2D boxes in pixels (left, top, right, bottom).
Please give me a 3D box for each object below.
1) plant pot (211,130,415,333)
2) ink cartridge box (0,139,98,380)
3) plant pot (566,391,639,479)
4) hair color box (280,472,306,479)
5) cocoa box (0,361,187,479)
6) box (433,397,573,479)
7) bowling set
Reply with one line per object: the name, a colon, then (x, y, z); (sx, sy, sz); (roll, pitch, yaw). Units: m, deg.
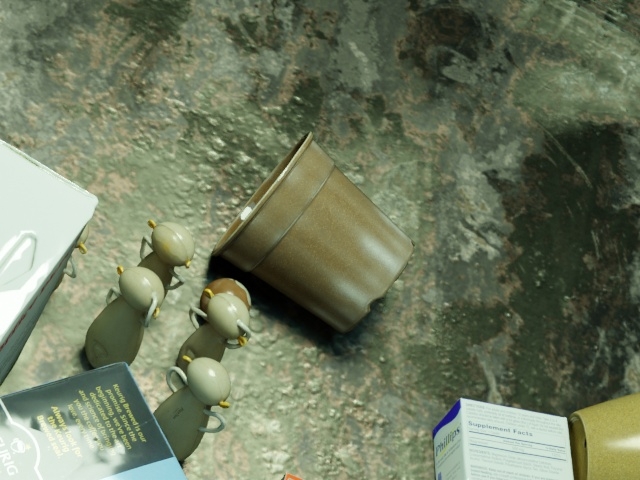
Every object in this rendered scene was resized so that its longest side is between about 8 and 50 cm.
plant pot: (0.000, 0.000, 1.970); (0.165, 0.167, 0.167); (38, 48, -6)
ink cartridge box: (-0.328, 0.075, 1.657); (0.121, 0.289, 0.211); (32, 48, -2)
plant pot: (0.387, 0.244, 1.949); (0.254, 0.237, 0.237); (4, 54, -8)
hair color box: (0.014, 0.283, 1.819); (0.141, 0.072, 0.043); (23, 50, -8)
cocoa box: (-0.215, 0.321, 1.572); (0.228, 0.231, 0.347); (-15, 65, -34)
box: (0.190, 0.246, 1.932); (0.126, 0.072, 0.137); (12, 53, -18)
bowling set: (-0.144, 0.052, 1.854); (0.200, 0.154, 0.287); (-33, 75, -39)
